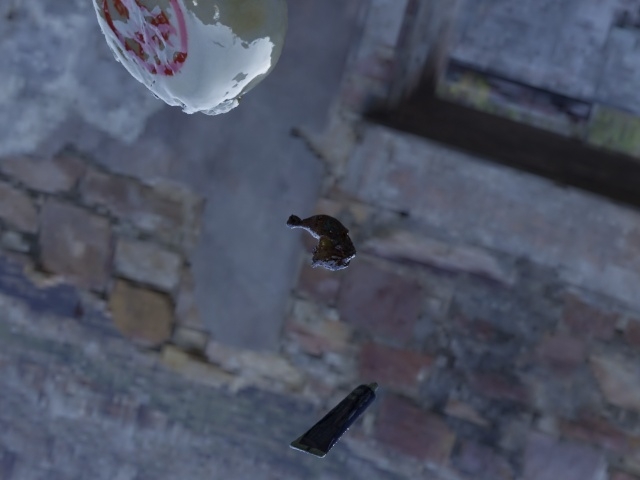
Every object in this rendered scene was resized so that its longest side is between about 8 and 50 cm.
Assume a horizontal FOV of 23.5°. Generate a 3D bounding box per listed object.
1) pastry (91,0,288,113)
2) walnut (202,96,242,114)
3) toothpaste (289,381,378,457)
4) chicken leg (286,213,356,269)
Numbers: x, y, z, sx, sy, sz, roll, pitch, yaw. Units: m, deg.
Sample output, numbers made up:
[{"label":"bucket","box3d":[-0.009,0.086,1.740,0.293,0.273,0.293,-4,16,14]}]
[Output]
[{"label":"pastry","box3d":[-0.157,-0.271,1.752,0.133,0.265,0.264,-35,-134,-30]},{"label":"walnut","box3d":[-0.147,-0.211,2.070,0.092,0.092,0.092,14,-162,-4]},{"label":"toothpaste","box3d":[0.020,0.170,1.478,0.037,0.021,0.140,14,-150,27]},{"label":"chicken leg","box3d":[0.004,-0.003,1.887,0.037,0.062,0.145,55,-179,-35]}]
